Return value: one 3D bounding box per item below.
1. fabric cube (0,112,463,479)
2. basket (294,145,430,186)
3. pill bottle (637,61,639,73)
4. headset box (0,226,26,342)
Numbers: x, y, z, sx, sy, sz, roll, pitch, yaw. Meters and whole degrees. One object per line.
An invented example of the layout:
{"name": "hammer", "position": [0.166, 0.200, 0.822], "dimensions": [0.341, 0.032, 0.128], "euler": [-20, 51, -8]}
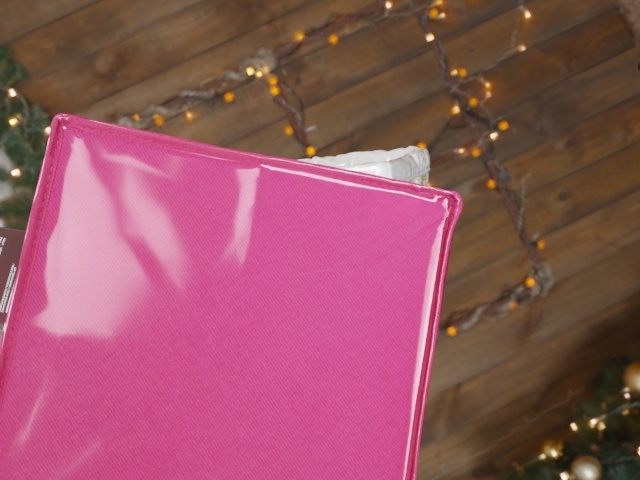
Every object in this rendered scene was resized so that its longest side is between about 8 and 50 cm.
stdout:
{"name": "fabric cube", "position": [-0.067, 0.083, 0.600], "dimensions": [0.258, 0.259, 0.254], "euler": [131, 150, -79]}
{"name": "basket", "position": [0.000, 0.000, 1.314], "dimensions": [0.328, 0.331, 0.266], "euler": [-29, -66, -70]}
{"name": "pill bottle", "position": [0.563, -0.301, 1.184], "dimensions": [0.219, 0.123, 0.123], "euler": [-52, 55, 41]}
{"name": "headset box", "position": [-0.347, 0.067, 0.973], "dimensions": [0.218, 0.293, 0.110], "euler": [74, -155, -69]}
